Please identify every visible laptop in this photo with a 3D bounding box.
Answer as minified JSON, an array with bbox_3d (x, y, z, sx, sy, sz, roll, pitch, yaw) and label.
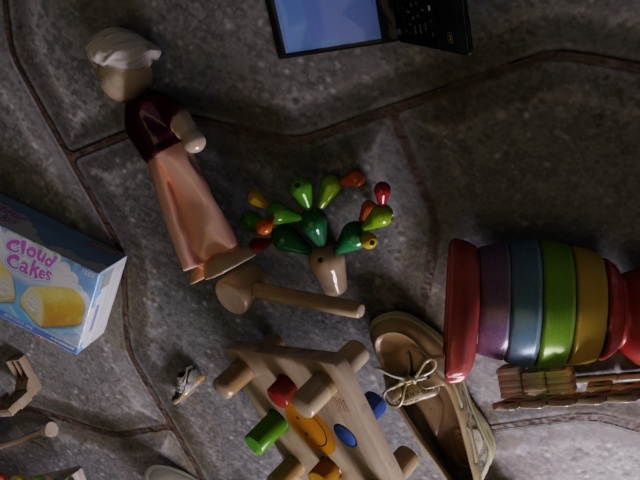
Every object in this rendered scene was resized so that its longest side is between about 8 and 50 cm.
[{"bbox_3d":[0.027,-0.307,0.767,0.136,0.264,0.234,-18,114,-12],"label":"laptop"}]

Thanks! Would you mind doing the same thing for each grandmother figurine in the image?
[{"bbox_3d":[-0.199,-0.115,0.945,0.207,0.104,0.343,-20,97,53],"label":"grandmother figurine"}]

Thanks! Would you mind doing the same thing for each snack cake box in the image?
[{"bbox_3d":[-0.451,0.043,1.139,0.264,0.089,0.152,25,113,6],"label":"snack cake box"}]

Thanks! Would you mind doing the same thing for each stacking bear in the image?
[{"bbox_3d":[0.295,0.083,0.866,0.288,0.175,0.164,3,96,8],"label":"stacking bear"}]

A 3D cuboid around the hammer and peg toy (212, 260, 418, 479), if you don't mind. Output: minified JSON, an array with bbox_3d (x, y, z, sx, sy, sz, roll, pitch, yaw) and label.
[{"bbox_3d":[-0.027,0.211,1.012,0.265,0.127,0.361,-2,119,49],"label":"hammer and peg toy"}]

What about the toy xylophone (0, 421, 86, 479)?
[{"bbox_3d":[-0.548,0.484,1.384,0.322,0.081,0.236,-29,85,28],"label":"toy xylophone"}]

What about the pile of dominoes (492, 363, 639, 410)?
[{"bbox_3d":[0.341,0.161,0.881,0.251,0.196,0.040,-10,84,24],"label":"pile of dominoes"}]

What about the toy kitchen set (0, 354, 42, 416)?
[{"bbox_3d":[-0.561,0.261,1.307,0.068,0.083,0.075,-10,112,24],"label":"toy kitchen set"}]

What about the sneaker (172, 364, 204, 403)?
[{"bbox_3d":[-0.224,0.235,1.207,0.037,0.032,0.083,47,118,9],"label":"sneaker"}]

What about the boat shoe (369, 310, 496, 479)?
[{"bbox_3d":[0.158,0.226,1.024,0.104,0.089,0.285,-28,103,30],"label":"boat shoe"}]

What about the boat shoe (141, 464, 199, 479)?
[{"bbox_3d":[-0.206,0.517,1.297,0.305,0.109,0.091,40,118,-7],"label":"boat shoe"}]

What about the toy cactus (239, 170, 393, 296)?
[{"bbox_3d":[0.000,0.000,0.969,0.218,0.112,0.181,-9,123,15],"label":"toy cactus"}]
